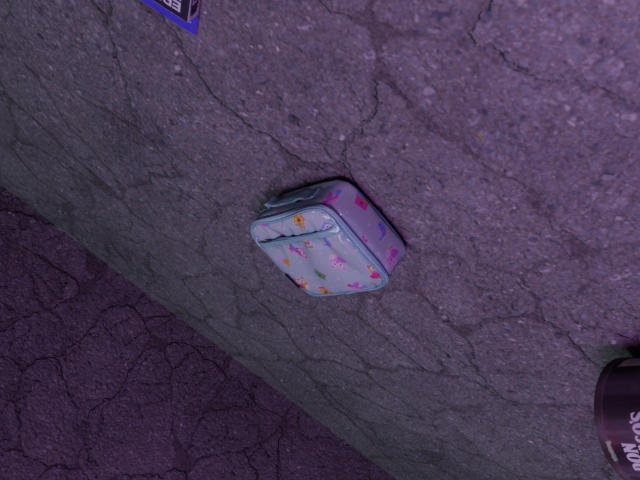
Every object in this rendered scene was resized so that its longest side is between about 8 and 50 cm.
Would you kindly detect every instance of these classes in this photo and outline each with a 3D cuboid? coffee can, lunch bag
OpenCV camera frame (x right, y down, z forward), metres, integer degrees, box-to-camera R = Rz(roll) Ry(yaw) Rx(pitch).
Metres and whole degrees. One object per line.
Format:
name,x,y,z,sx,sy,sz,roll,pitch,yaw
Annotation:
coffee can,0.583,0.261,0.835,0.201,0.201,0.275,42,148,-15
lunch bag,0.000,0.000,1.091,0.224,0.107,0.279,47,147,-23

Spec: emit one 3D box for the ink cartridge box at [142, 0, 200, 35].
ink cartridge box,-0.259,-0.406,0.812,0.206,0.045,0.208,33,151,-1
